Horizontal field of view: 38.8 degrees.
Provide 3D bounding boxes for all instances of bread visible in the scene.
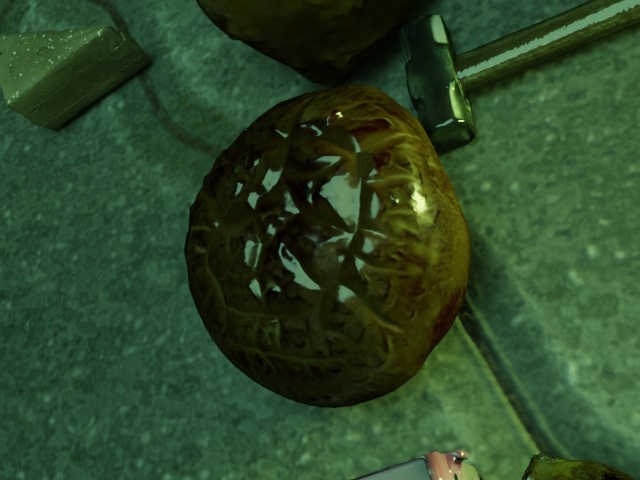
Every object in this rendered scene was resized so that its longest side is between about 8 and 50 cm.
[{"bbox_3d":[-0.266,-0.199,0.957,0.152,0.077,0.105,-30,62,15],"label":"bread"}]

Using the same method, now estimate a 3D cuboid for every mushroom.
[{"bbox_3d":[0.000,0.000,0.703,0.253,0.153,0.253,-12,70,35],"label":"mushroom"}]

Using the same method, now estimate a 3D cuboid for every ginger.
[{"bbox_3d":[0.006,-0.278,0.762,0.269,0.200,0.223,-42,56,10],"label":"ginger"}]

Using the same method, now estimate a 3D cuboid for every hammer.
[{"bbox_3d":[0.237,-0.183,0.702,0.365,0.043,0.111,-20,63,19],"label":"hammer"}]

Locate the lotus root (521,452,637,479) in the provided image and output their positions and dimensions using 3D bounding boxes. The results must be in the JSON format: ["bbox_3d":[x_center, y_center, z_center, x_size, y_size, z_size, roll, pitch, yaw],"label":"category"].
[{"bbox_3d":[0.191,0.202,0.557,0.179,0.089,0.081,46,140,29],"label":"lotus root"}]

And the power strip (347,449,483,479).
[{"bbox_3d":[-0.011,0.213,0.651,0.278,0.109,0.038,-24,60,19],"label":"power strip"}]
